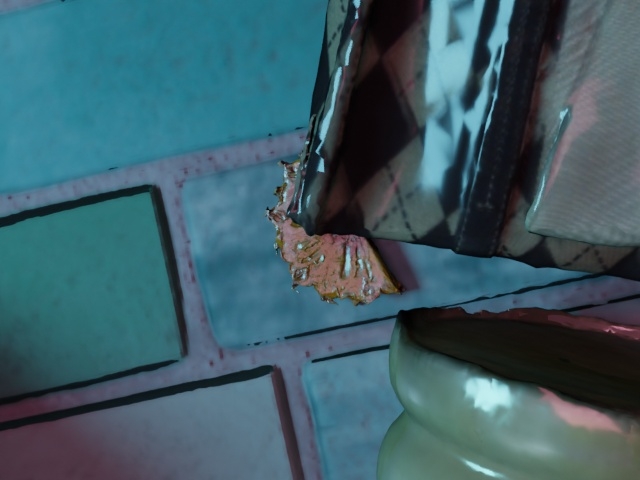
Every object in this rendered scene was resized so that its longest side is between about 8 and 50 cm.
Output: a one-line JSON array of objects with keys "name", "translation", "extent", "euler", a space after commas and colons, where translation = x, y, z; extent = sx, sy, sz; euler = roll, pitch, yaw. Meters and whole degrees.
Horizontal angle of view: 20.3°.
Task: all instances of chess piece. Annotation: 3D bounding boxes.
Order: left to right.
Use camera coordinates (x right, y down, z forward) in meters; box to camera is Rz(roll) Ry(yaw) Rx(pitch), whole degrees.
[{"name": "chess piece", "translation": [0.090, 0.204, 0.763], "extent": [0.182, 0.182, 0.330], "euler": [14, 101, 14]}]

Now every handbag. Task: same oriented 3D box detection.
[{"name": "handbag", "translation": [0.210, -0.092, 0.720], "extent": [0.416, 0.180, 0.316], "euler": [13, 104, 9]}]

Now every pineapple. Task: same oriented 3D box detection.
[{"name": "pineapple", "translation": [0.000, 0.000, 0.846], "extent": [0.045, 0.019, 0.083], "euler": [-31, 88, 11]}]
